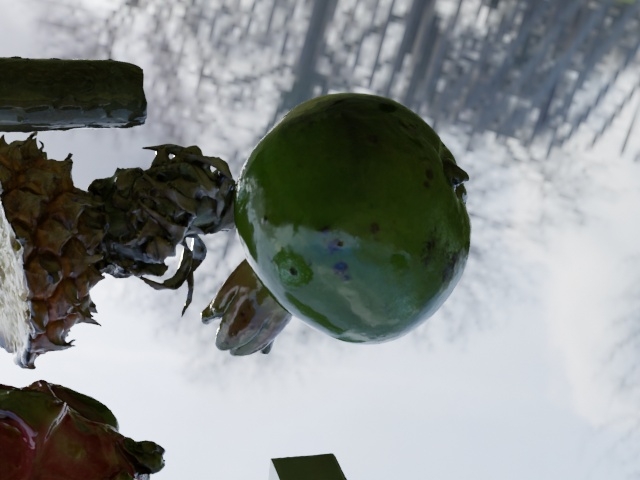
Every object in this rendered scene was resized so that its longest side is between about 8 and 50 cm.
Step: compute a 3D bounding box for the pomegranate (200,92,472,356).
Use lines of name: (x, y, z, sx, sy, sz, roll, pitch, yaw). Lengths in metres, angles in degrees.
pomegranate: (0.000, 0.000, 1.517, 0.236, 0.302, 0.236, 38, -147, -30)

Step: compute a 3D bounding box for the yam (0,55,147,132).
yam: (-0.332, -0.128, 1.471, 0.371, 0.083, 0.083, -7, -151, -29)

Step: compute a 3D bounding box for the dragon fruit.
dragon fruit: (-0.280, 0.229, 1.402, 0.302, 0.231, 0.237, 5, 162, 15)

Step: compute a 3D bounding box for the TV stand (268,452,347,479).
TV stand: (-0.021, 0.382, 1.900, 0.082, 0.269, 0.088, -3, -151, -15)

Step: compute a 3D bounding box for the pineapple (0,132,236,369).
pineapple: (-0.211, -0.015, 1.704, 0.271, 0.262, 0.262, -13, -148, -23)
